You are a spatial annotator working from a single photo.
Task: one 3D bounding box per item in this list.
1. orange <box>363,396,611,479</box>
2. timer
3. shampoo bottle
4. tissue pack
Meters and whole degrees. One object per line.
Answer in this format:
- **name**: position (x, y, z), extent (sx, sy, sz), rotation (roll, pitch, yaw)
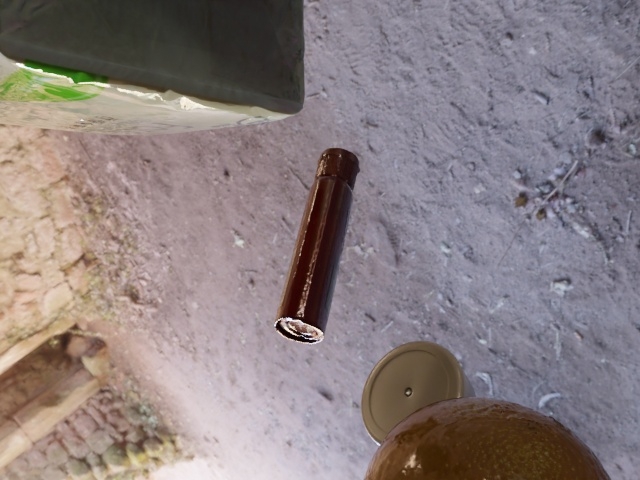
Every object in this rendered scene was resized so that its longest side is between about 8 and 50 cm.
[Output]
- **orange**: position (0.179, 0.305, 0.566), extent (0.274, 0.274, 0.274), rotation (28, 138, 28)
- **timer**: position (0.208, 0.301, 0.854), extent (0.175, 0.175, 0.266), rotation (-1, 144, 47)
- **shampoo bottle**: position (0.001, 0.001, 0.822), extent (0.076, 0.314, 0.118), rotation (10, 154, 8)
- **tissue pack**: position (-0.264, -0.242, 0.635), extent (0.405, 0.332, 0.205), rotation (9, 99, 48)
